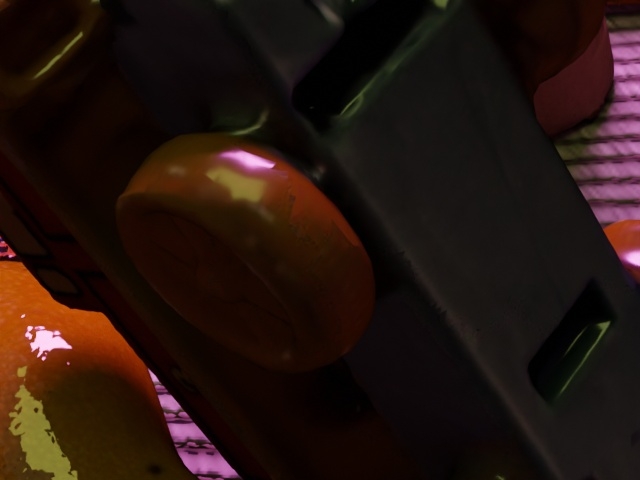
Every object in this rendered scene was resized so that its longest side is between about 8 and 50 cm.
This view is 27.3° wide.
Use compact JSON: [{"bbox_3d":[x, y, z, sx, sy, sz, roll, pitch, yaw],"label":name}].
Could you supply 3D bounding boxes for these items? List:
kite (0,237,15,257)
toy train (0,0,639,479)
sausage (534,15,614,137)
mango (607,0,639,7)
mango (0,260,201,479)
[{"bbox_3d":[-0.261,0.006,0.798,0.222,0.008,0.125,-15,23,-24],"label":"kite"},{"bbox_3d":[0.000,0.000,0.465,0.163,0.369,0.232,-48,27,-25],"label":"toy train"},{"bbox_3d":[0.085,-0.180,0.732,0.123,0.252,0.123,-13,40,11],"label":"sausage"},{"bbox_3d":[0.147,-0.202,0.862,0.188,0.101,0.066,22,51,21],"label":"mango"},{"bbox_3d":[-0.131,0.095,0.558,0.157,0.109,0.262,-52,42,-7],"label":"mango"}]
